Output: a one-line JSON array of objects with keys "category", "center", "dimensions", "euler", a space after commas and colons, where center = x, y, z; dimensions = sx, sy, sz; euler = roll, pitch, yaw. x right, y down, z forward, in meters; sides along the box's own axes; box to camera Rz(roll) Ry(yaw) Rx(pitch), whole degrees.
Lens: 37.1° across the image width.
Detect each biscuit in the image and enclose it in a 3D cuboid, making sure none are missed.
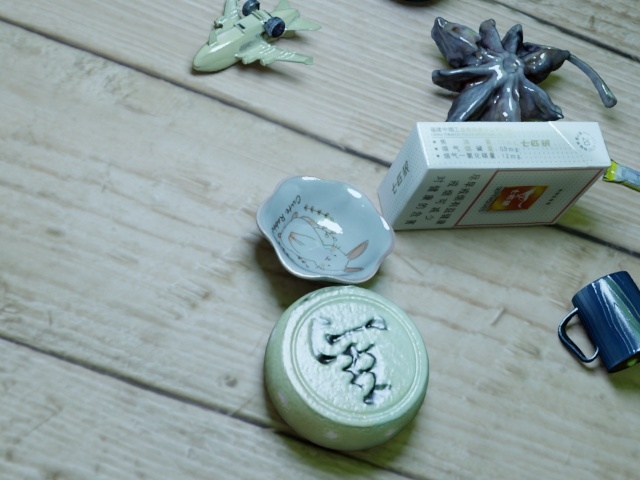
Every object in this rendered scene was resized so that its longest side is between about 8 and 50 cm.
[{"category": "biscuit", "center": [0.675, -0.085, 1.816], "dimensions": [0.292, 0.026, 0.048], "euler": [22, 62, -3]}]

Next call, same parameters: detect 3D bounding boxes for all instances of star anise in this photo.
[{"category": "star anise", "center": [0.341, -0.284, 1.777], "dimensions": [0.359, 0.139, 0.316], "euler": [43, 73, -1]}]

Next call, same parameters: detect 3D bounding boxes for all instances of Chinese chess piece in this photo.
[{"category": "Chinese chess piece", "center": [0.040, 0.188, 1.431], "dimensions": [0.250, 0.101, 0.250], "euler": [7, 59, -12]}]

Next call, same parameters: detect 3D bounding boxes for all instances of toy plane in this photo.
[{"category": "toy plane", "center": [-0.125, -0.366, 1.700], "dimensions": [0.244, 0.092, 0.229], "euler": [-28, 57, -31]}]

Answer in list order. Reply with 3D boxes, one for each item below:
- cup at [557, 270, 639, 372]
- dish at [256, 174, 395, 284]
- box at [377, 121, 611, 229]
[{"category": "cup", "center": [0.483, 0.137, 1.584], "dimensions": [0.150, 0.113, 0.138], "euler": [-14, 65, -25]}, {"category": "dish", "center": [0.000, 0.000, 1.529], "dimensions": [0.229, 0.081, 0.229], "euler": [10, 48, -11]}, {"category": "box", "center": [0.287, -0.106, 1.604], "dimensions": [0.330, 0.210, 0.095], "euler": [-1, 63, -17]}]
